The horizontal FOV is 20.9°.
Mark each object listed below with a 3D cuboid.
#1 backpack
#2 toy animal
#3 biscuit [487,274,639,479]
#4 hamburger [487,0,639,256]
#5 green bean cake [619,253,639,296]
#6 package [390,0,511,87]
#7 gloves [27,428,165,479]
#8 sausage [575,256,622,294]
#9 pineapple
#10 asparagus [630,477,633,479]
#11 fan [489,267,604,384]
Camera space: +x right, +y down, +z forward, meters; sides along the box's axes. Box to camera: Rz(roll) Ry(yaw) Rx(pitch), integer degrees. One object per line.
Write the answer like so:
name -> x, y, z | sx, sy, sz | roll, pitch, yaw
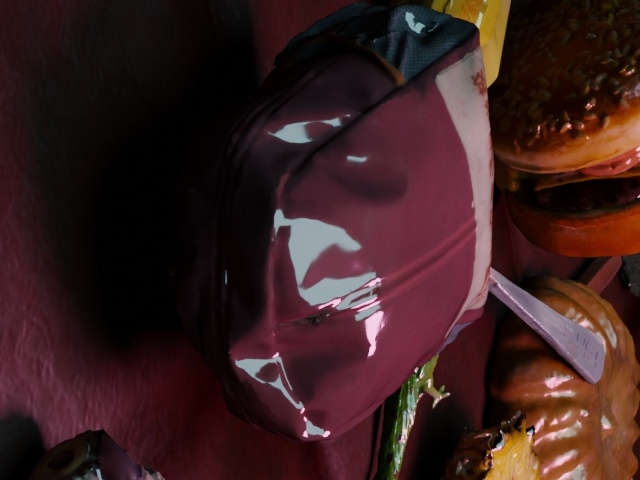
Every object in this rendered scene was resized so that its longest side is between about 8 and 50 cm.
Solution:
backpack -> 0.000, 0.000, 1.227 | 0.317, 0.197, 0.283 | -39, 126, -52
toy animal -> 0.081, 0.148, 1.567 | 0.075, 0.041, 0.217 | 40, 58, -56
biscuit -> 0.277, 0.197, 1.902 | 0.325, 0.107, 0.326 | 6, 83, -61
hamburger -> 0.285, -0.137, 1.720 | 0.225, 0.291, 0.291 | 60, 38, -32
green bean cake -> 0.465, -0.023, 2.163 | 0.193, 0.208, 0.107 | 64, 33, -45
package -> 0.122, -0.236, 1.591 | 0.168, 0.090, 0.226 | 47, 46, -51
gloves -> -0.128, 0.188, 1.079 | 0.144, 0.094, 0.110 | 63, 6, -5
sausage -> 0.327, 0.047, 2.072 | 0.147, 0.035, 0.030 | -35, 125, -57
pineapple -> 0.155, 0.269, 1.673 | 0.225, 0.076, 0.225 | -11, 103, -62
asparagus -> 0.394, 0.386, 2.233 | 0.016, 0.013, 0.166 | 5, 83, -22
fan -> 0.202, 0.061, 1.734 | 0.282, 0.023, 0.057 | 38, 52, -36
